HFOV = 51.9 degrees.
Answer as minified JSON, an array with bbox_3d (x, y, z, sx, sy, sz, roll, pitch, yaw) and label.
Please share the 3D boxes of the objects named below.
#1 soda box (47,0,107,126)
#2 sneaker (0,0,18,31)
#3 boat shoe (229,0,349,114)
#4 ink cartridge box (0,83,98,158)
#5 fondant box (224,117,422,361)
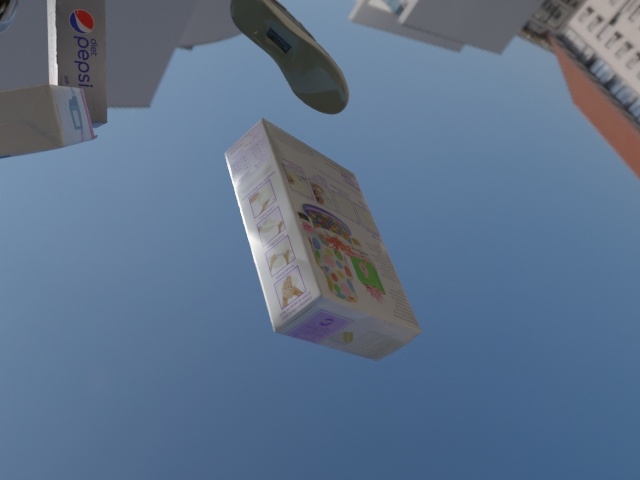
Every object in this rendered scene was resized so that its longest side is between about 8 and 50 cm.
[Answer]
[{"bbox_3d":[-0.484,-0.372,1.308,0.098,0.091,0.286,-3,-87,-32],"label":"soda box"},{"bbox_3d":[-0.552,-0.406,1.099,0.088,0.229,0.092,12,-108,-26],"label":"sneaker"},{"bbox_3d":[-0.036,-0.290,0.989,0.227,0.079,0.081,45,-149,-12],"label":"boat shoe"},{"bbox_3d":[-0.382,-0.153,0.857,0.134,0.077,0.231,-11,-167,-6],"label":"ink cartridge box"},{"bbox_3d":[0.000,0.000,0.989,0.238,0.096,0.330,25,-145,-46],"label":"fondant box"}]
